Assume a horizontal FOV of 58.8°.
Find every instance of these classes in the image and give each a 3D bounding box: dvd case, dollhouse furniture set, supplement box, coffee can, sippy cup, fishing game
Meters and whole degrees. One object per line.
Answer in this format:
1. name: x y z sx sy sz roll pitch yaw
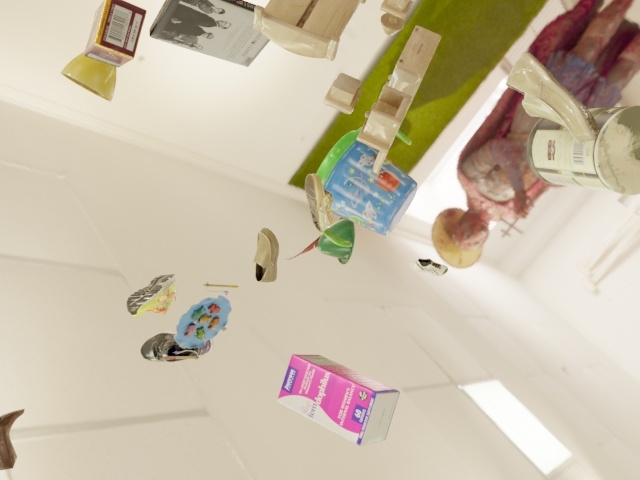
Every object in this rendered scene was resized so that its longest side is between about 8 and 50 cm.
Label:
1. dvd case: -0.224 -0.462 1.228 0.239 0.179 0.029 7 -111 -34
2. dollhouse furniture set: -0.009 -0.304 0.948 0.356 0.174 0.303 24 -121 2
3. supplement box: -0.435 -0.435 1.198 0.081 0.104 0.188 15 -178 -30
4. coffee can: 0.671 -0.223 1.389 0.201 0.201 0.275 31 -177 -17
5. sippy cup: 0.126 -0.136 1.507 0.224 0.305 0.240 35 -126 14
6. fishing game: -0.322 0.236 1.594 0.041 0.264 0.189 38 -170 32
7. supplement box: 0.036 0.329 1.197 0.220 0.111 0.114 16 178 35

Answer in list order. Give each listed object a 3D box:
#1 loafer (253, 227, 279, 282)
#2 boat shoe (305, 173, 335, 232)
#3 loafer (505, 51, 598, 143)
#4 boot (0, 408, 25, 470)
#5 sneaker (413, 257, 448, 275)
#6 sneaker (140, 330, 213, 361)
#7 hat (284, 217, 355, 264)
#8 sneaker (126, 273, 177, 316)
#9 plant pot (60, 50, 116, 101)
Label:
1. loafer: -0.134 0.041 1.377 0.056 0.148 0.050 18 -149 39
2. boat shoe: 0.002 -0.081 1.148 0.050 0.045 0.135 48 156 44
3. loafer: 0.510 -0.304 1.267 0.102 0.092 0.268 11 -136 -44
4. boot: -0.697 0.449 1.279 0.106 0.037 0.114 -21 -88 -64
5. sneaker: 0.266 0.062 1.358 0.083 0.037 0.032 7 -125 -2
6. sneaker: -0.521 0.369 1.953 0.124 0.283 0.107 -18 -85 -70
7. hat: 0.000 0.000 1.931 0.184 0.208 0.173 3 -162 -18
8. sneaker: -0.450 0.167 1.561 0.081 0.094 0.208 -5 -163 20
9. plant pot: -0.577 -0.433 1.454 0.134 0.095 0.134 27 177 1
